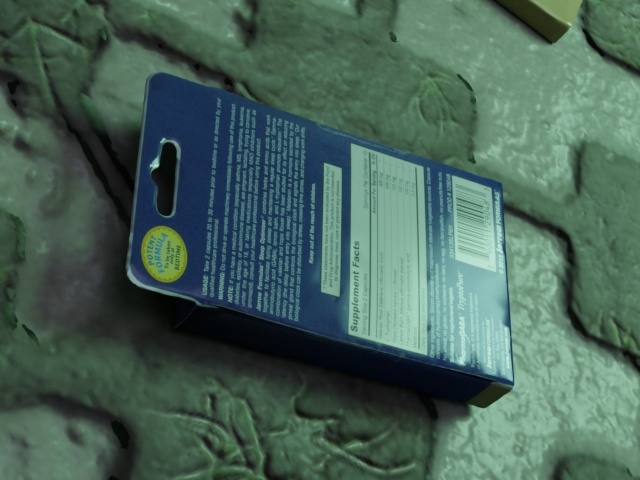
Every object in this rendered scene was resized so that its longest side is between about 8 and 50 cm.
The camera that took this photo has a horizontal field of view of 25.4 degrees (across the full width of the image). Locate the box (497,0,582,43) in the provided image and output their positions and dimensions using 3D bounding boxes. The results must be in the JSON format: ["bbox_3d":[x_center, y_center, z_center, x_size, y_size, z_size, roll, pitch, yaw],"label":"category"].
[{"bbox_3d":[0.112,-0.248,0.994,0.201,0.021,0.164,35,50,-10],"label":"box"}]

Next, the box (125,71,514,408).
[{"bbox_3d":[0.000,0.000,0.767,0.225,0.036,0.136,18,55,-24],"label":"box"}]
